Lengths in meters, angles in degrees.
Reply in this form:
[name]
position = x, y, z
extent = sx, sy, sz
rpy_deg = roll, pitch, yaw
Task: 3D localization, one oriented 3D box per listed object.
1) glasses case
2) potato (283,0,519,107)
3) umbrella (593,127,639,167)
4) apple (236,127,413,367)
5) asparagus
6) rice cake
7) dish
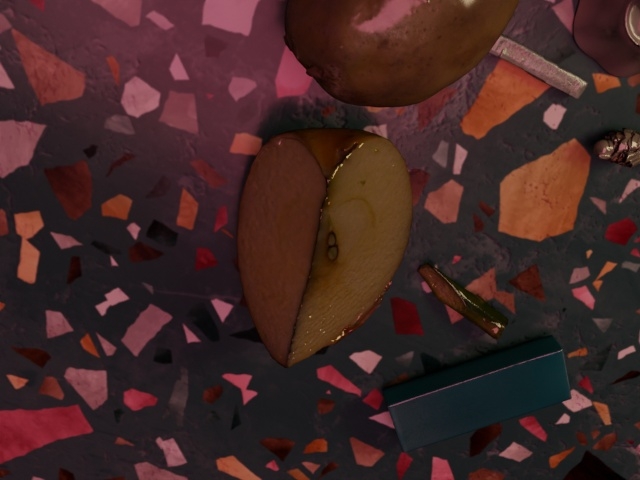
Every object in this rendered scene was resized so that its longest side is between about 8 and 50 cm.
[glasses case]
position = 0.261, 0.254, 1.284
extent = 0.301, 0.070, 0.117
rpy_deg = -18, 118, 0
[potato]
position = 0.114, -0.313, 0.963
extent = 0.243, 0.221, 0.326
rpy_deg = 32, 95, -27
[umbrella]
position = 0.480, -0.138, 1.152
extent = 0.143, 0.067, 0.062
rpy_deg = -1, 141, -11
[apple]
position = 0.000, 0.000, 1.099
extent = 0.254, 0.179, 0.346
rpy_deg = 12, 112, 3
[asparagus]
position = 0.229, 0.097, 1.231
extent = 0.178, 0.041, 0.045
rpy_deg = 35, 96, -16
[rice cake]
position = 0.312, -0.254, 1.107
extent = 0.171, 0.029, 0.033
rpy_deg = 24, 110, -14
[dish]
position = 0.459, -0.320, 1.076
extent = 0.191, 0.066, 0.190
rpy_deg = -2, 112, -5
